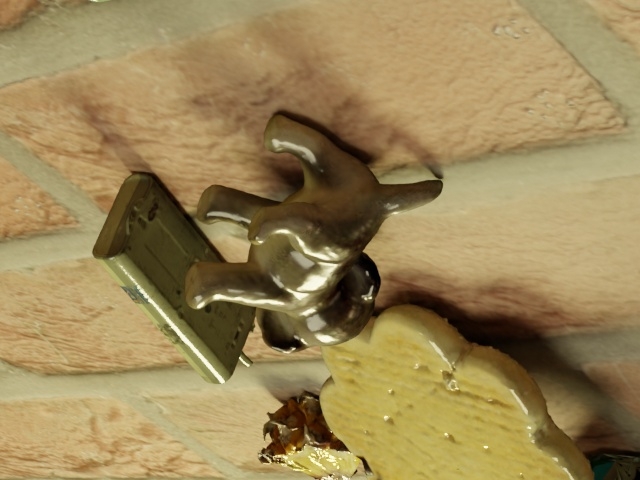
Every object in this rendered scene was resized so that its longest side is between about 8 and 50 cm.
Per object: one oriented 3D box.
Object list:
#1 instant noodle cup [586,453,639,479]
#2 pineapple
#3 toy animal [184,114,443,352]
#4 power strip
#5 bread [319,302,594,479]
[{"bbox_3d":[0.305,0.323,1.839,0.240,0.178,0.240,18,155,9],"label":"instant noodle cup"},{"bbox_3d":[0.008,0.213,2.019,0.137,0.069,0.116,-1,144,39],"label":"pineapple"},{"bbox_3d":[-0.016,0.002,1.583,0.168,0.121,0.233,12,147,-13],"label":"toy animal"},{"bbox_3d":[-0.121,0.047,1.777,0.034,0.092,0.268,3,148,31],"label":"power strip"},{"bbox_3d":[0.120,0.180,1.781,0.316,0.054,0.316,30,142,27],"label":"bread"}]
